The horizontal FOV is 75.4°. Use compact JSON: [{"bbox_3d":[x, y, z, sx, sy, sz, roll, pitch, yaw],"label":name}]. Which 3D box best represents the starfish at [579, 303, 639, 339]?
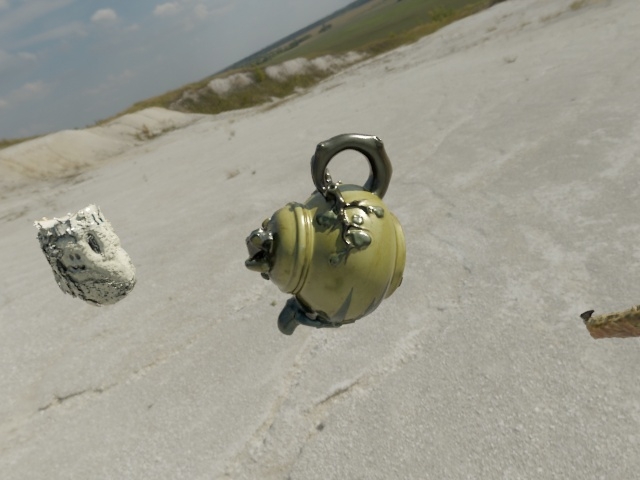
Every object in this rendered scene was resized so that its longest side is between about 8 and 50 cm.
[{"bbox_3d":[0.404,-0.015,0.250,0.384,0.398,0.132,-15,51,18],"label":"starfish"}]

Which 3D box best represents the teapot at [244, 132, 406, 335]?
[{"bbox_3d":[0.000,0.000,0.509,0.183,0.269,0.173,4,22,-19],"label":"teapot"}]

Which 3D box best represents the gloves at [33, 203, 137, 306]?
[{"bbox_3d":[-0.344,0.030,0.606,0.115,0.153,0.070,-21,23,-8],"label":"gloves"}]
